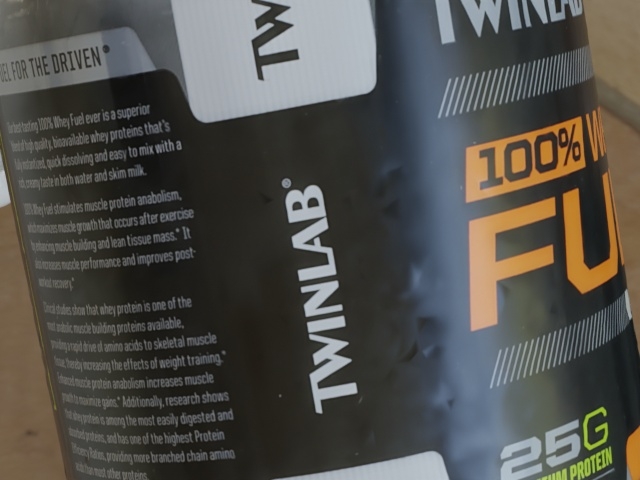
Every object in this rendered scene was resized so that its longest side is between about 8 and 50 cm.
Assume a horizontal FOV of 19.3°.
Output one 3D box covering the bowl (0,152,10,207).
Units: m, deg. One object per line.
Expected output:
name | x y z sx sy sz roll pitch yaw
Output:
bowl | -0.238 -0.089 1.153 0.142 0.053 0.142 5 92 -26

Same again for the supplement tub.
supplement tub | 0.000 0.000 0.614 0.193 0.193 0.316 -8 98 16
